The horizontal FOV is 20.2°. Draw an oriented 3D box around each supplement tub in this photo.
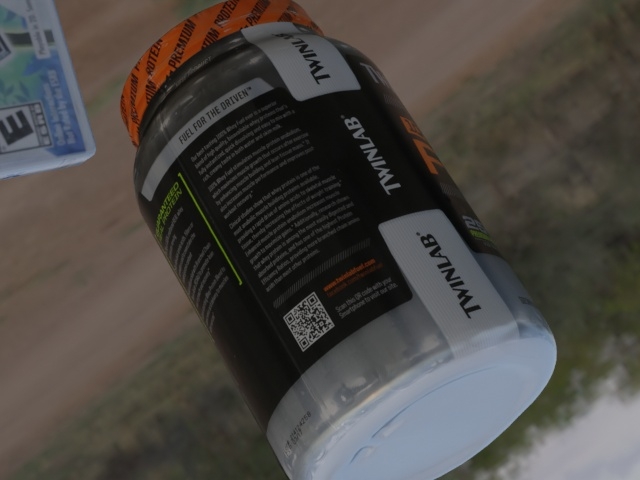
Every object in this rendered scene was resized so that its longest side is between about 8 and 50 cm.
[{"bbox_3d":[0.000,0.000,0.718,0.117,0.190,0.117,-25,154,-13],"label":"supplement tub"}]

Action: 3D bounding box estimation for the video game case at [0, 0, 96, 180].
[{"bbox_3d":[-0.314,-0.179,1.079,0.300,0.329,0.036,-13,174,-32],"label":"video game case"}]
